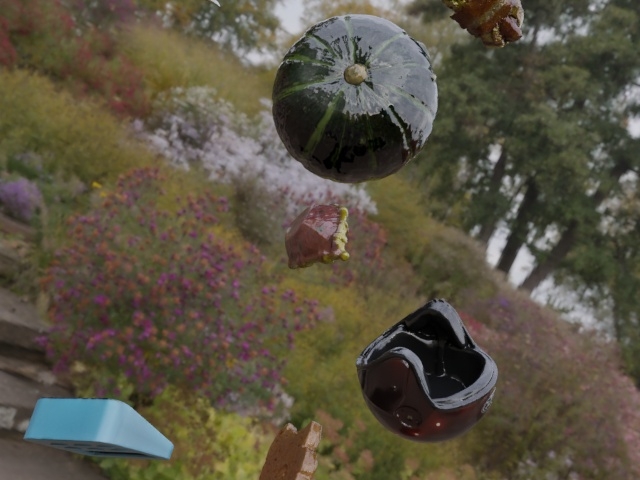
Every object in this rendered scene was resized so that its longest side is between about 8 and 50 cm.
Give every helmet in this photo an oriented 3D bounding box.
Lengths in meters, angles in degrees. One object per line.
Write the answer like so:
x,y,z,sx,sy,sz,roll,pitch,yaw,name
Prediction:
0.159,0.208,1.281,0.215,0.193,0.189,13,30,26,helmet

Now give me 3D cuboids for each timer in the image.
-0.458,0.419,1.763,0.231,0.091,0.250,-5,-35,23,timer

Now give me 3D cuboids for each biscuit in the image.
-0.053,0.358,1.228,0.043,0.183,0.280,30,17,-14,biscuit

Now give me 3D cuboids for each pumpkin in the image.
0.065,-0.267,1.596,0.323,0.323,0.241,27,-6,1,pumpkin

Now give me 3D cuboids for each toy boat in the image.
-0.006,-0.004,1.464,0.099,0.141,0.318,35,-3,-4,toy boat

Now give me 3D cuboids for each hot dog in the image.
0.360,-0.512,1.825,0.213,0.146,0.103,37,-3,-14,hot dog

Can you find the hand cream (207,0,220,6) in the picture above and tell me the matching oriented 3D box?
-0.231,-0.465,1.569,0.102,0.022,0.035,28,12,-10,hand cream
